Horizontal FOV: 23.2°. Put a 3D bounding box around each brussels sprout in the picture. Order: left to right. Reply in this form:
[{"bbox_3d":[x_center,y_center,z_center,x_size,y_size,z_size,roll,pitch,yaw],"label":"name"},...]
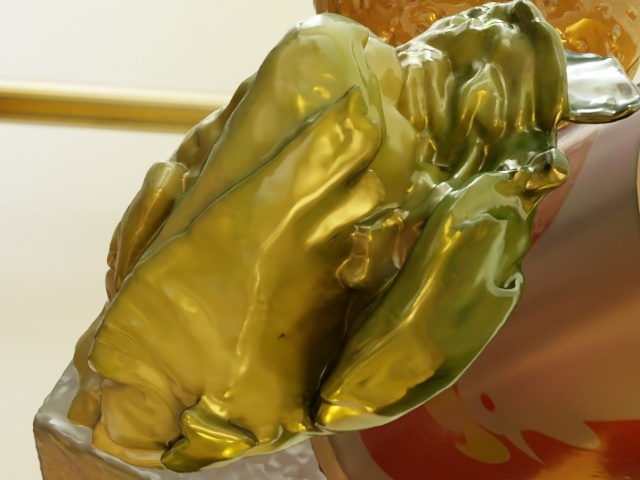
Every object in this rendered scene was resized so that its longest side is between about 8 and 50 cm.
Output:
[{"bbox_3d":[0.002,0.003,0.448,0.181,0.100,0.139,-55,178,24],"label":"brussels sprout"}]

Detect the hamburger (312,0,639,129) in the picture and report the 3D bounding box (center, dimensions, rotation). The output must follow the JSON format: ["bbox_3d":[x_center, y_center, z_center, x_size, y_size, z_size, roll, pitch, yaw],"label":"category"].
[{"bbox_3d":[0.119,-0.211,1.206,0.144,0.259,0.283,79,-12,-71],"label":"hamburger"}]

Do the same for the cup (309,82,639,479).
[{"bbox_3d":[0.119,0.031,0.633,0.288,0.203,0.203,136,-43,-66],"label":"cup"}]

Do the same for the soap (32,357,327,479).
[{"bbox_3d":[-0.053,0.224,1.114,0.296,0.285,0.107,90,24,-48],"label":"soap"}]
